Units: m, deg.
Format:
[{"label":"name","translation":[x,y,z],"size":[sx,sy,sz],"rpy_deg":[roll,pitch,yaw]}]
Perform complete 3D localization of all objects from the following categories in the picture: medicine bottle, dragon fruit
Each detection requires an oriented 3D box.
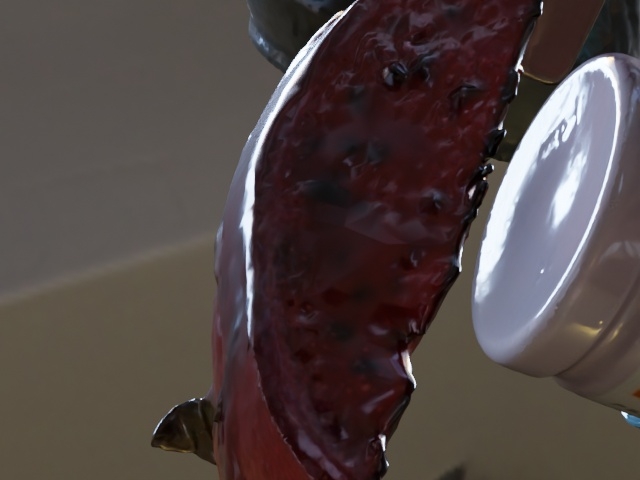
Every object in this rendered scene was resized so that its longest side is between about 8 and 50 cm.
[{"label":"medicine bottle","translation":[0.196,0.029,0.791],"size":[0.250,0.133,0.133],"rpy_deg":[22,-138,-15]},{"label":"dragon fruit","translation":[0.000,0.000,0.957],"size":[0.100,0.282,0.343],"rpy_deg":[21,-112,-8]}]

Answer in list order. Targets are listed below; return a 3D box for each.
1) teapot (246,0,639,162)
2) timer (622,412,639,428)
[{"label":"teapot","translation":[0.128,-0.246,1.275],"size":[0.306,0.361,0.376],"rpy_deg":[14,-159,-15]},{"label":"timer","translation":[0.381,0.063,1.662],"size":[0.091,0.250,0.232],"rpy_deg":[29,-110,-23]}]
